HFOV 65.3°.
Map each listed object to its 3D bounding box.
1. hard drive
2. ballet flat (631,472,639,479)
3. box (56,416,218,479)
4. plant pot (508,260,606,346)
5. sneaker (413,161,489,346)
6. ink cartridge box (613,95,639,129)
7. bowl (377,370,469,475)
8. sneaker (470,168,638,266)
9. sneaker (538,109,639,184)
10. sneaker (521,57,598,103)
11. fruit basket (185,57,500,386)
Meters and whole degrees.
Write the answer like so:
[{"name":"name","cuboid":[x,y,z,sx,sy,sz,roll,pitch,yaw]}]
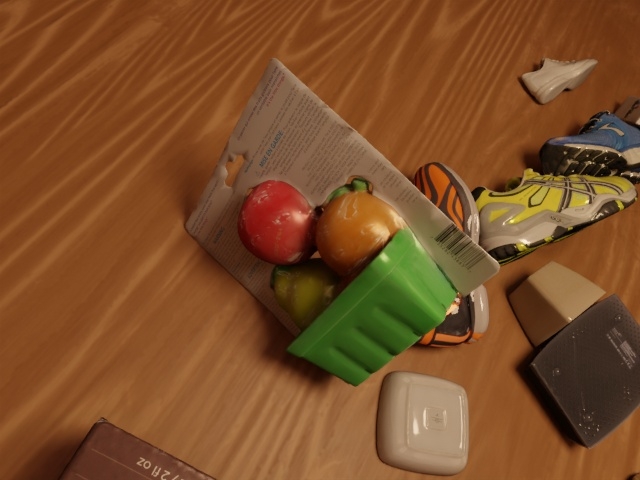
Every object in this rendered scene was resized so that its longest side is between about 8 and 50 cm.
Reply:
[{"name":"hard drive","cuboid":[0.471,0.217,0.860,0.255,0.054,0.172,-26,78,-27]},{"name":"ballet flat","cuboid":[0.630,0.493,0.746,0.116,0.124,0.342,-33,79,-29]},{"name":"box","cuboid":[-0.210,0.322,0.517,0.168,0.167,0.203,30,60,-4]},{"name":"plant pot","cuboid":[0.398,0.101,0.868,0.109,0.109,0.096,-27,66,-27]},{"name":"sneaker","cuboid":[0.157,0.011,0.813,0.180,0.124,0.321,2,65,-19]},{"name":"ink cartridge box","cuboid":[0.753,-0.268,1.128,0.104,0.061,0.181,31,23,-2]},{"name":"bowl","cuboid":[0.158,0.265,0.736,0.142,0.053,0.142,15,61,-10]},{"name":"sneaker","cuboid":[0.440,-0.077,0.940,0.385,0.145,0.147,-17,73,-26]},{"name":"sneaker","cuboid":[0.584,-0.194,1.070,0.330,0.129,0.147,-4,57,-27]},{"name":"sneaker","cuboid":[0.562,-0.399,1.177,0.212,0.080,0.094,-27,65,-26]},{"name":"fruit basket","cuboid":[0.000,0.000,0.665,0.353,0.327,0.165,46,40,10]}]
